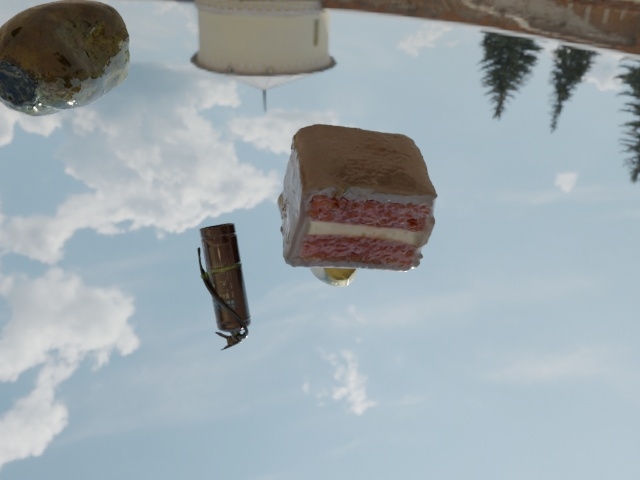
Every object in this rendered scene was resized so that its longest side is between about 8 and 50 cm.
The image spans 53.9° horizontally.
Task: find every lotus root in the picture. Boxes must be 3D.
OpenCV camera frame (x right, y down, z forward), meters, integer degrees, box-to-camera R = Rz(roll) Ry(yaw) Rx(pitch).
[{"bbox_3d":[-0.604,-0.410,1.431,0.250,0.250,0.346,8,-148,10],"label":"lotus root"}]

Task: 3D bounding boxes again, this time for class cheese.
[{"bbox_3d":[0.000,0.000,1.739,0.128,0.259,0.316,-15,-176,-10],"label":"cheese"}]

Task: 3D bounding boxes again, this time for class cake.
[{"bbox_3d":[0.075,-0.084,1.328,0.309,0.237,0.230,2,-138,-15],"label":"cake"}]

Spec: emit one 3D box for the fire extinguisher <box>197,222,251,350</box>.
[{"bbox_3d":[-0.258,0.129,1.669,0.141,0.341,0.105,-2,-171,40],"label":"fire extinguisher"}]
